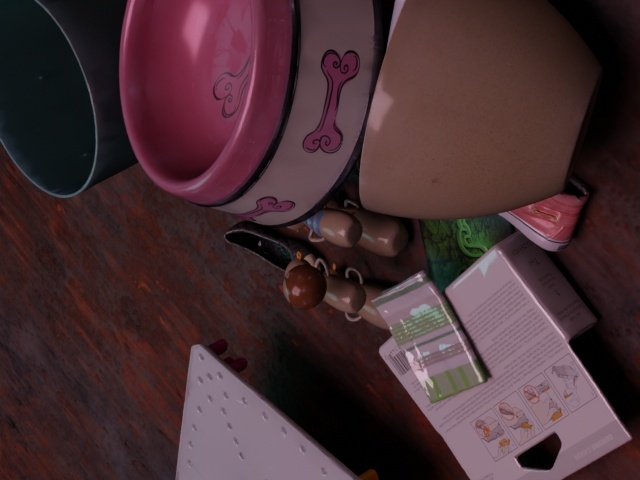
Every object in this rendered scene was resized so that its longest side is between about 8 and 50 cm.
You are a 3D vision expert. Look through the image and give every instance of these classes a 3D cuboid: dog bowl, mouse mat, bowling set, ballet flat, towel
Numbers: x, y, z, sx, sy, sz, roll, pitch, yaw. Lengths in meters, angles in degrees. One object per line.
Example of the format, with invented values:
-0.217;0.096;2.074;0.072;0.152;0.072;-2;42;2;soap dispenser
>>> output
-0.103;-0.220;1.577;0.408;0.150;0.408;-1;89;55;dog bowl
0.184;0.028;1.604;0.153;0.007;0.189;5;114;47;mouse mat
0.000;0.000;1.655;0.154;0.200;0.287;22;121;42;bowling set
-0.065;0.020;1.848;0.173;0.049;0.057;25;128;39;ballet flat
0.129;0.119;1.589;0.113;0.023;0.152;-33;85;54;towel

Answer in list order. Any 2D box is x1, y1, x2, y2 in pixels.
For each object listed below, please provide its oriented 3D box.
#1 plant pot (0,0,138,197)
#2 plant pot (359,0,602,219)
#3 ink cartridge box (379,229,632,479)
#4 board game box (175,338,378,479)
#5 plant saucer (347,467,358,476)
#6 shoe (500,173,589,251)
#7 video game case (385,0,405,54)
-0.302;-0.234;1.831;0.293;0.235;0.293;26;128;39;plant pot
0.177;-0.140;1.343;0.191;0.284;0.284;17;126;13;plant pot
0.226;0.165;1.574;0.261;0.066;0.296;55;143;10;ink cartridge box
-0.060;0.385;1.880;0.390;0.050;0.390;37;134;31;board game box
0.022;0.460;1.945;0.400;0.100;0.400;25;126;39;plant saucer
0.218;-0.069;1.471;0.178;0.063;0.081;38;133;22;shoe
0.102;-0.204;1.429;0.023;0.193;0.212;18;126;12;video game case
